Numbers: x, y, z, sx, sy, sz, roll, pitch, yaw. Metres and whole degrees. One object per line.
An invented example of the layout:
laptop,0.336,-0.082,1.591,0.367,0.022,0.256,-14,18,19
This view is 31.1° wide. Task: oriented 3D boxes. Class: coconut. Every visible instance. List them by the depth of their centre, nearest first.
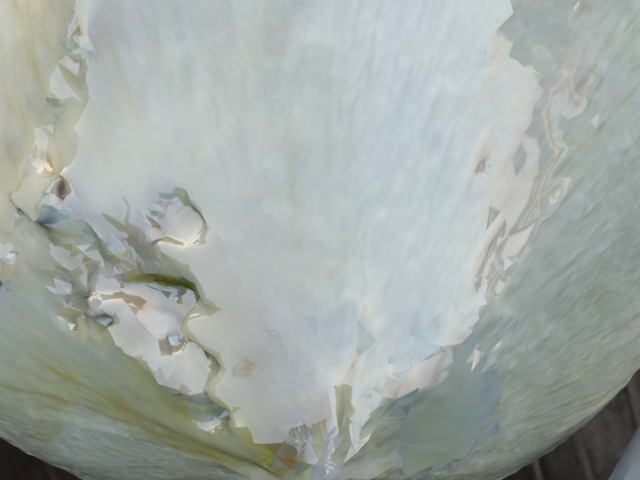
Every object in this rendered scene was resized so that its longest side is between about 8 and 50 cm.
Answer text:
coconut,-0.008,-0.059,0.463,0.346,0.360,0.346,-6,128,-8

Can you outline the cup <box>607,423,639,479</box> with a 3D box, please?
cup,0.291,0.311,0.926,0.237,0.323,0.327,33,93,29
